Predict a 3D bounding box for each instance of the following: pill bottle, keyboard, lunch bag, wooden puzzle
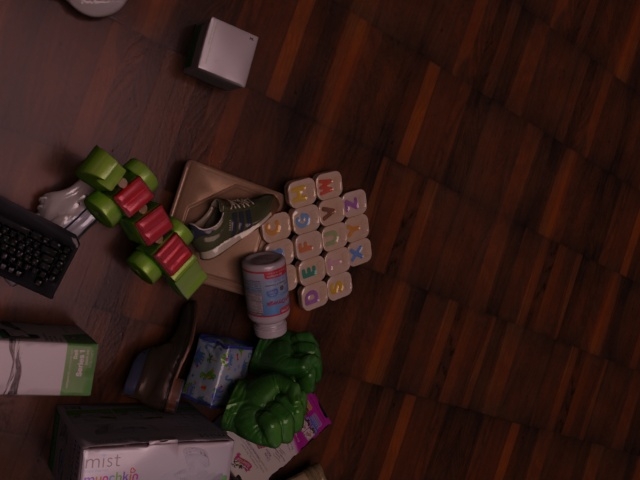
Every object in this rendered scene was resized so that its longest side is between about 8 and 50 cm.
[{"bbox_3d":[-0.106,0.109,1.378,0.087,0.087,0.160,-16,113,-28],"label":"pill bottle"},{"bbox_3d":[-0.564,0.009,1.095,0.317,0.033,0.201,28,101,-11],"label":"keyboard"},{"bbox_3d":[-0.190,0.259,1.380,0.151,0.096,0.128,22,85,-61],"label":"lunch bag"},{"bbox_3d":[-0.197,-0.020,1.371,0.239,0.044,0.220,20,86,-36],"label":"wooden puzzle"}]

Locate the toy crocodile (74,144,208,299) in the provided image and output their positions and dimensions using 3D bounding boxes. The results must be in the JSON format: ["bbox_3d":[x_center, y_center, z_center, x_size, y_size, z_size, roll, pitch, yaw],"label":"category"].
[{"bbox_3d":[-0.295,-0.024,1.193,0.115,0.105,0.340,-46,130,-24],"label":"toy crocodile"}]

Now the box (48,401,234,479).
[{"bbox_3d":[-0.320,0.376,1.235,0.262,0.231,0.126,7,93,-32],"label":"box"}]

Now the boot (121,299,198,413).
[{"bbox_3d":[-0.297,0.207,1.310,0.106,0.082,0.219,13,64,-9],"label":"boot"}]

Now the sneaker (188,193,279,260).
[{"bbox_3d":[-0.167,-0.050,1.318,0.192,0.064,0.086,-39,122,-21],"label":"sneaker"}]

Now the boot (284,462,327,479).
[{"bbox_3d":[-0.059,0.631,1.509,0.204,0.095,0.261,-15,100,-30],"label":"boot"}]

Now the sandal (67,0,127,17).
[{"bbox_3d":[-0.446,-0.564,1.119,0.169,0.102,0.416,-24,122,-11],"label":"sandal"}]

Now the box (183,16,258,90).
[{"bbox_3d":[-0.187,-0.346,1.302,0.102,0.087,0.101,17,88,-32],"label":"box"}]

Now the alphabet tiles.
[{"bbox_3d":[0.000,0.000,1.480,0.278,0.021,0.284,-17,109,-34],"label":"alphabet tiles"}]

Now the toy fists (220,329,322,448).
[{"bbox_3d":[-0.079,0.276,1.349,0.142,0.279,0.096,18,126,6],"label":"toy fists"}]

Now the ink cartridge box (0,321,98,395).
[{"bbox_3d":[-0.499,0.191,1.144,0.219,0.160,0.092,9,90,-32],"label":"ink cartridge box"}]

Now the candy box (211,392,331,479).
[{"bbox_3d":[-0.111,0.391,1.456,0.233,0.071,0.159,-37,114,-23],"label":"candy box"}]

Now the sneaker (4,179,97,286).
[{"bbox_3d":[-0.452,-0.033,1.196,0.091,0.094,0.258,45,68,-9],"label":"sneaker"}]
